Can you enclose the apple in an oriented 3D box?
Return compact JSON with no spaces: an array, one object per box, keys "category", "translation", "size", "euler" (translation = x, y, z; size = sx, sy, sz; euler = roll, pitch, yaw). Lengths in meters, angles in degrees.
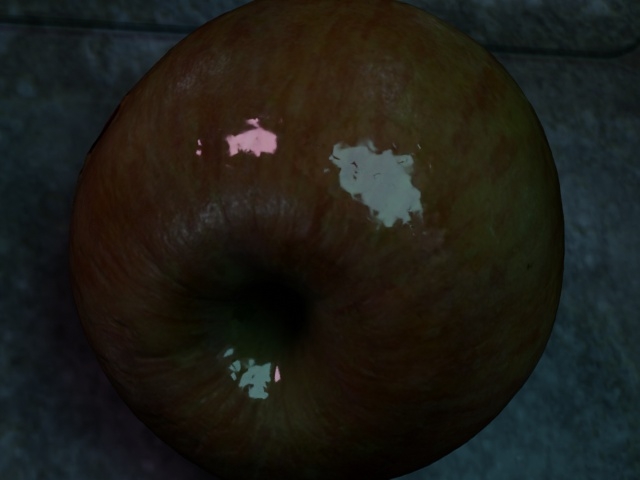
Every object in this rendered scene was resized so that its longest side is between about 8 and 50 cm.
[{"category":"apple","translation":[0.000,0.000,0.739],"size":[0.211,0.211,0.188],"euler":[40,28,-12]}]
